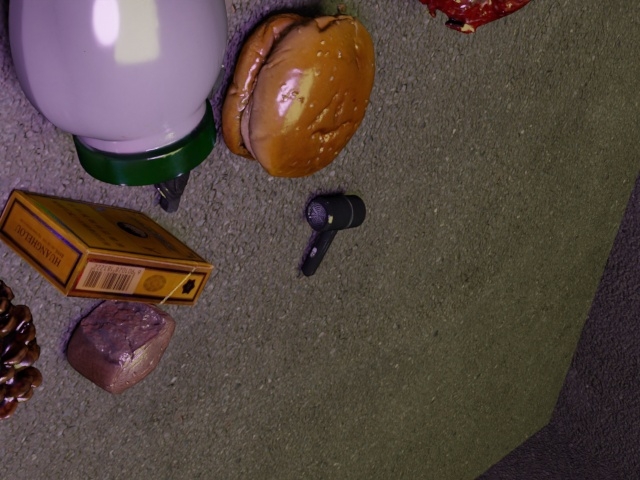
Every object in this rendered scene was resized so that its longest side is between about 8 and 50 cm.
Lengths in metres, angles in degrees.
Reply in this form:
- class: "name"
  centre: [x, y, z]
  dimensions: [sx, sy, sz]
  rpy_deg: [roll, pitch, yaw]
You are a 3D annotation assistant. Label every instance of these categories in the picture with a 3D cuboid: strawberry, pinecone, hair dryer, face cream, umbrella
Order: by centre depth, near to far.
- class: "face cream"
  centre: [-0.270, -0.274, 1.635]
  dimensions: [0.312, 0.219, 0.357]
  rpy_deg: [-30, 134, -26]
- class: "pinecone"
  centre: [-0.522, 0.162, 1.739]
  dimensions: [0.243, 0.243, 0.257]
  rpy_deg: [-1, 101, -53]
- class: "umbrella"
  centre: [-0.243, -0.127, 1.968]
  dimensions: [0.066, 0.059, 0.236]
  rpy_deg: [-32, 158, -34]
- class: "strawberry"
  centre: [0.289, -0.528, 2.202]
  dimensions: [0.274, 0.220, 0.274]
  rpy_deg: [-4, 117, -8]
- class: "hair dryer"
  centre: [0.000, 0.000, 2.460]
  dimensions: [0.124, 0.071, 0.219]
  rpy_deg: [-9, 135, -48]

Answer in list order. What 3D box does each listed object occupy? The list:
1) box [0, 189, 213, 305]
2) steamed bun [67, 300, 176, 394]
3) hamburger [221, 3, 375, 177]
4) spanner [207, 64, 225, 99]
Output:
- class: "box"
  centre: [-0.337, 0.016, 1.872]
  dimensions: [0.301, 0.193, 0.084]
  rpy_deg: [10, 112, -57]
- class: "steamed bun"
  centre: [-0.348, 0.175, 2.064]
  dimensions: [0.175, 0.144, 0.106]
  rpy_deg: [-49, 148, -17]
- class: "hamburger"
  centre: [-0.029, -0.259, 2.057]
  dimensions: [0.289, 0.170, 0.314]
  rpy_deg: [-14, 129, -56]
- class: "spanner"
  centre: [-0.216, -0.333, 1.862]
  dimensions: [0.093, 0.026, 0.325]
  rpy_deg: [-44, 147, -19]
